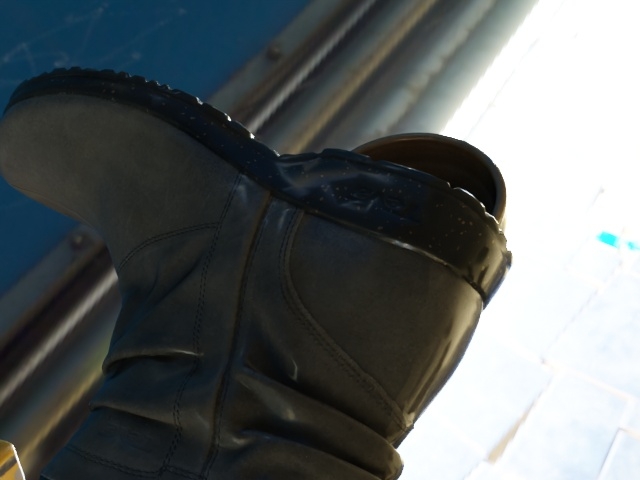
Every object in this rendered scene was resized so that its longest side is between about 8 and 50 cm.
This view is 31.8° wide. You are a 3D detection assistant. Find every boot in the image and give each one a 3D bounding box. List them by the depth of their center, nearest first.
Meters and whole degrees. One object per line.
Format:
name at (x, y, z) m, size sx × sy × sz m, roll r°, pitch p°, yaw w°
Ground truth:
boot at (-0.090, 0.043, 0.581) m, size 0.222 × 0.338 × 0.118 m, roll -61°, pitch -34°, yaw -20°

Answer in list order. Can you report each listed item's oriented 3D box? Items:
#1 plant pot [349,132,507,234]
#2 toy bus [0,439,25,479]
plant pot at (0.133, 0.021, 1.531) m, size 0.263 × 0.263 × 0.229 m, roll -55°, pitch -34°, yaw -33°
toy bus at (-0.408, 0.233, 0.935) m, size 0.108 × 0.333 × 0.130 m, roll -47°, pitch -48°, yaw -64°
